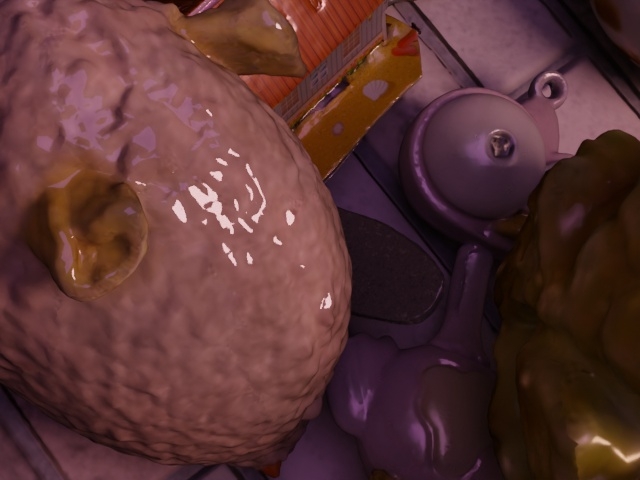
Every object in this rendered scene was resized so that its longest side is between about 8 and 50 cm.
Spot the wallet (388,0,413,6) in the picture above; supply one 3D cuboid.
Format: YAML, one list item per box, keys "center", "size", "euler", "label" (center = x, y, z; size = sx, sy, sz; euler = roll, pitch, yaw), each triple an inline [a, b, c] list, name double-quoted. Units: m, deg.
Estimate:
- center: [0.052, -0.232, 0.774]
  size: [0.153, 0.039, 0.118]
  euler: [-23, 76, -12]
  label: "wallet"

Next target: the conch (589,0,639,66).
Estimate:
- center: [0.269, -0.221, 0.750]
  size: [0.149, 0.183, 0.275]
  euler: [-1, 58, 34]
  label: "conch"

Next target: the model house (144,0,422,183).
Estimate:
- center: [-0.062, -0.138, 0.648]
  size: [0.207, 0.136, 0.219]
  euler: [41, 75, 20]
  label: "model house"

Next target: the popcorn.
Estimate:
- center: [0.229, 0.076, 0.537]
  size: [0.282, 0.247, 0.282]
  euler: [-1, 91, -34]
  label: "popcorn"

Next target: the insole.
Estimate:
- center: [0.000, 0.000, 0.654]
  size: [0.192, 0.010, 0.063]
  euler: [33, 83, 37]
  label: "insole"

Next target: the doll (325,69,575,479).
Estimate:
- center: [0.099, 0.042, 0.668]
  size: [0.160, 0.094, 0.365]
  euler: [22, 71, -5]
  label: "doll"

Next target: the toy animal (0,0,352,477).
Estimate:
- center: [-0.096, 0.006, 0.553]
  size: [0.358, 0.226, 0.188]
  euler: [54, 51, -29]
  label: "toy animal"
